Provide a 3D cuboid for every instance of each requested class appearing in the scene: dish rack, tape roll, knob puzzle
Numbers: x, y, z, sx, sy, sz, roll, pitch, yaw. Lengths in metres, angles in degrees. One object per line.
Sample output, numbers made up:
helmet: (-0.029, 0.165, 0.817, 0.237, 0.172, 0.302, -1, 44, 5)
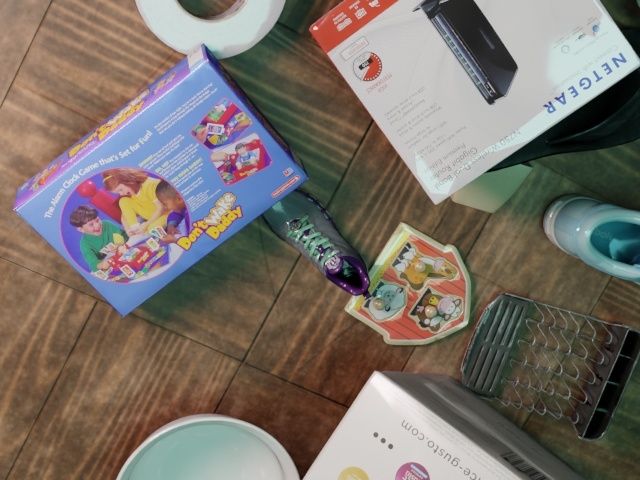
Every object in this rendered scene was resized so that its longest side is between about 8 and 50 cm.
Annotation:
dish rack: (0.375, 0.202, 1.874, 0.271, 0.074, 0.208, 16, 101, -16)
tape roll: (-0.157, -0.369, 1.595, 0.219, 0.072, 0.219, -4, 108, -11)
knob puzzle: (0.163, 0.090, 1.819, 0.213, 0.030, 0.213, -3, 107, -11)

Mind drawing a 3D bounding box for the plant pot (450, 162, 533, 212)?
plant pot: (0.246, -0.106, 1.745, 0.109, 0.109, 0.096, 15, 115, -16)

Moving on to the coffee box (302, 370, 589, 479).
coffee box: (0.177, 0.426, 1.693, 0.337, 0.338, 0.334, 36, 98, 22)

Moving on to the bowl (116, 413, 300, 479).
bowl: (-0.184, 0.388, 1.779, 0.298, 0.134, 0.298, -4, 107, -12)

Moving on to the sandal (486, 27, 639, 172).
sandal: (0.388, -0.208, 1.679, 0.445, 0.107, 0.167, -22, 86, -21)

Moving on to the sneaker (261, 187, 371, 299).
sneaker: (0.000, 0.000, 1.722, 0.223, 0.098, 0.083, 41, 94, -20)

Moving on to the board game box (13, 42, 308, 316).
board game box: (-0.226, -0.081, 1.623, 0.347, 0.078, 0.233, -36, 117, 9)

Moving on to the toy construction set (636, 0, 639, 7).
toy construction set: (0.616, -0.342, 1.627, 0.257, 0.237, 0.309, 14, 74, -21)

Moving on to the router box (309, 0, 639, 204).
router box: (0.208, -0.267, 1.531, 0.335, 0.082, 0.301, -35, 95, 15)

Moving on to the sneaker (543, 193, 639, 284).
sneaker: (0.542, 0.026, 1.816, 0.366, 0.150, 0.135, 10, 105, -15)
